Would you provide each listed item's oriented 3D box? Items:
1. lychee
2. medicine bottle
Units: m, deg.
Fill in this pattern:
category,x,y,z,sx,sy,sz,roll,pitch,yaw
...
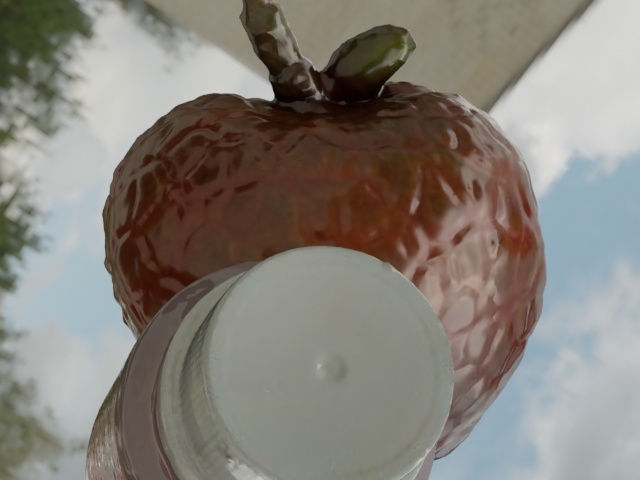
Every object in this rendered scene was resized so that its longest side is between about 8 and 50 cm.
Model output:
category,x,y,z,sx,sy,sz,roll,pitch,yaw
lychee,0.000,0.000,1.027,0.255,0.255,0.300,180,-94,-67
medicine bottle,-0.024,0.085,0.791,0.147,0.147,0.247,-65,-175,-22
